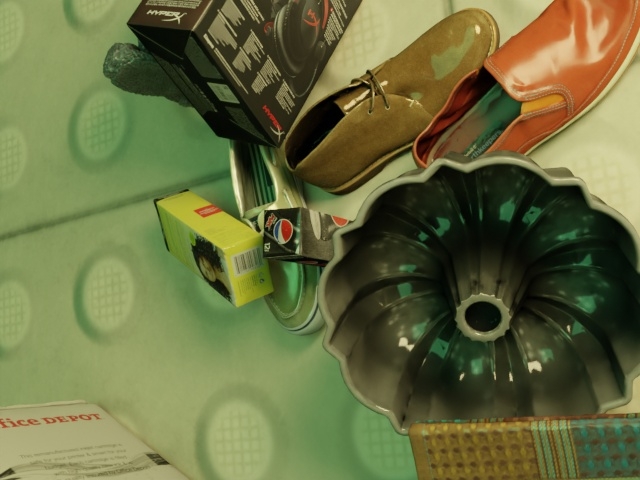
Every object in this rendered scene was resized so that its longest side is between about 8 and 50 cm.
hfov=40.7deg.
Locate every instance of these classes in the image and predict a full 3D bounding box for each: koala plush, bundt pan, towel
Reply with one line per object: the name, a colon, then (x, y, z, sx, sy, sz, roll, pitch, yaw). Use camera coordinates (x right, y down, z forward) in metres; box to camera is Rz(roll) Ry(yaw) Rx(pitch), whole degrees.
koala plush: (-0.186, -0.319, 1.226, 0.196, 0.203, 0.221, -48, 39, 33)
bundt pan: (0.167, 0.051, 0.886, 0.331, 0.124, 0.331, 5, 115, 10)
towel: (0.242, 0.347, 0.840, 0.271, 0.040, 0.370, -9, 96, 29)

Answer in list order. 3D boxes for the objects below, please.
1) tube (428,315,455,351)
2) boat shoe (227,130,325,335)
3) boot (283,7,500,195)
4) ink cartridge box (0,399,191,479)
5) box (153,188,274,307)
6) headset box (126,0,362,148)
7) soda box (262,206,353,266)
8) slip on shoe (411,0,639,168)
tube: (0.142, 0.079, 1.007, 0.240, 0.062, 0.070, -48, 26, 23)
boat shoe: (-0.066, -0.022, 1.130, 0.109, 0.094, 0.302, -24, 71, 29)
boot: (0.082, -0.169, 1.042, 0.305, 0.115, 0.112, -41, 62, 21)
ink cartridge box: (-0.308, 0.379, 1.122, 0.395, 0.285, 0.166, 28, 99, 34)
box: (-0.145, 0.003, 1.136, 0.232, 0.058, 0.087, 29, 136, 55)
headset box: (-0.069, -0.296, 1.054, 0.110, 0.218, 0.293, 15, 68, 33)
soda box: (0.000, 0.000, 1.039, 0.053, 0.169, 0.060, -3, 82, 32)
slip on shoe: (0.230, -0.176, 0.953, 0.331, 0.101, 0.123, -45, 60, 19)
